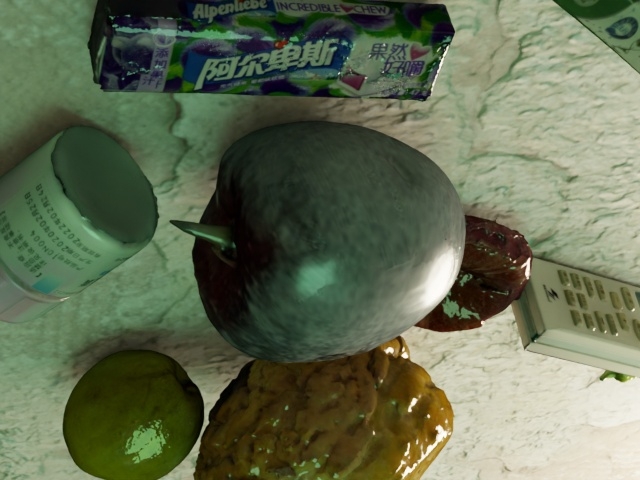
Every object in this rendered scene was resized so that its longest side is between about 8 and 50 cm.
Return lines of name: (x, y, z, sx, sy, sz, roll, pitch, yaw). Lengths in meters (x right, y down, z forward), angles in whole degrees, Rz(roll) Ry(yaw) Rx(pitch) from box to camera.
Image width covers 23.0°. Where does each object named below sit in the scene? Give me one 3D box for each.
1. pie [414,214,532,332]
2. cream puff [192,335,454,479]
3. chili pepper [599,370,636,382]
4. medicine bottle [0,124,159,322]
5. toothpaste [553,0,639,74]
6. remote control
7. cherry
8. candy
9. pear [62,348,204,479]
pie: (0.140, 0.036, 1.702, 0.182, 0.049, 0.182, -1, 141, -1)
cream puff: (-0.016, 0.237, 1.746, 0.343, 0.231, 0.327, -44, 169, -26)
chili pepper: (0.440, 0.124, 1.940, 0.208, 0.043, 0.049, -33, 116, 21)
medicine bottle: (-0.250, -0.013, 1.456, 0.168, 0.135, 0.135, -32, 141, 27)
toothpaste: (0.225, -0.228, 1.349, 0.099, 0.061, 0.392, -32, 138, 28)
remote control: (0.337, 0.096, 1.807, 0.277, 0.103, 0.055, 14, 137, -33)
cherry: (0.000, 0.000, 1.477, 0.296, 0.218, 0.255, -5, 148, -29)
candy: (-0.040, -0.169, 1.353, 0.312, 0.061, 0.088, 1, 141, -18)
pear: (-0.206, 0.196, 1.761, 0.162, 0.148, 0.149, -34, 140, 25)
